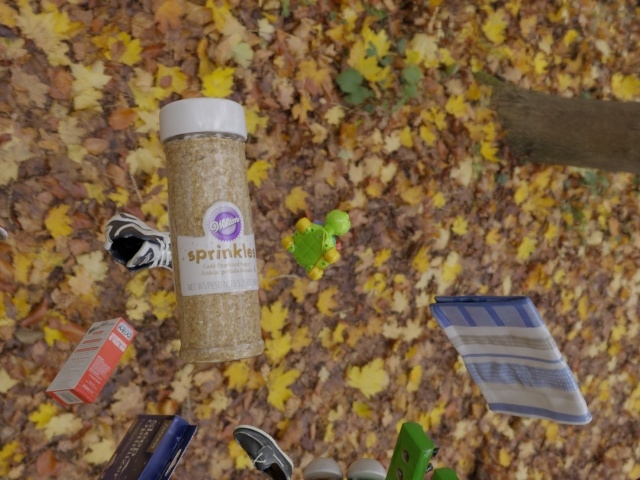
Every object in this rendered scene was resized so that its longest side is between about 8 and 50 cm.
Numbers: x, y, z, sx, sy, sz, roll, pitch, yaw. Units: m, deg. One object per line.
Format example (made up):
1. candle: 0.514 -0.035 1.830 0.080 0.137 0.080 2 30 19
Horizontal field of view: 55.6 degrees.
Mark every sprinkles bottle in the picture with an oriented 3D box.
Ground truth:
1. sprinkles bottle: -0.152 -0.013 0.852 0.121 0.121 0.355 -2 85 -45

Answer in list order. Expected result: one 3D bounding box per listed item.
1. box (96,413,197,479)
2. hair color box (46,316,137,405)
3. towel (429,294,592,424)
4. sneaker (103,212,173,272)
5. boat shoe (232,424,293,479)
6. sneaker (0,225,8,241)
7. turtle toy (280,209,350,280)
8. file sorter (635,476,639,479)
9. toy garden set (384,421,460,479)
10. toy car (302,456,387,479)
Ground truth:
1. box: -0.297 0.362 1.027 0.036 0.225 0.136 42 56 -21
2. hair color box: -0.438 0.232 1.167 0.053 0.093 0.167 53 40 -31
3. towel: 0.330 0.211 1.066 0.034 0.209 0.285 -46 114 -33
4. sneaker: -0.337 0.030 1.248 0.235 0.153 0.094 29 106 -17
5. boat shoe: -0.164 0.615 1.734 0.233 0.084 0.079 49 25 -17
6. sneaker: -0.614 -0.042 1.100 0.067 0.118 0.042 -76 -170 -56
7. turtle toy: 0.000 0.000 1.039 0.130 0.095 0.066 -47 171 33
8. file sorter: 0.339 0.162 0.284 0.290 0.202 0.182 -27 168 -10
9. toy garden set: 0.136 0.338 0.600 0.049 0.244 0.204 0 116 -24
10. toy car: 0.046 0.487 1.091 0.136 0.182 0.159 78 13 -47
